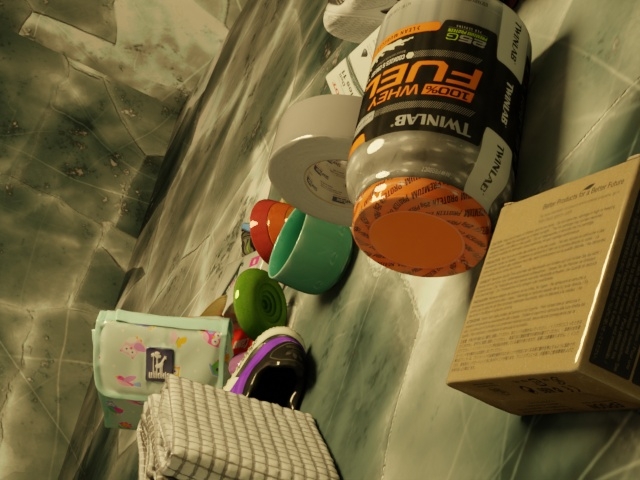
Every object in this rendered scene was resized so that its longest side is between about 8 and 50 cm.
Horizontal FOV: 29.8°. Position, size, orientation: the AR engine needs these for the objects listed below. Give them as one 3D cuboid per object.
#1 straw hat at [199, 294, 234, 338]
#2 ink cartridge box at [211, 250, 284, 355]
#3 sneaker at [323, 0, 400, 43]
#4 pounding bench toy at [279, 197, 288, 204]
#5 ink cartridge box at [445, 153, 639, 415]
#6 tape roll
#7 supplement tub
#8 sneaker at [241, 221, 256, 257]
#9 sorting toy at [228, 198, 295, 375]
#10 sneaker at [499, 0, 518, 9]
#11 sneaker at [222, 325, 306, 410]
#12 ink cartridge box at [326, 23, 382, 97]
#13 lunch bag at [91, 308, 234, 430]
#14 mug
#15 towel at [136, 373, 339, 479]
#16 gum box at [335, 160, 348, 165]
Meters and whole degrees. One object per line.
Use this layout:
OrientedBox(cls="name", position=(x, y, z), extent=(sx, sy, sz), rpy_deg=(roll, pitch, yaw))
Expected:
OrientedBox(cls="straw hat", position=(-0.187, 0.166, 2.130), extent=(0.144, 0.061, 0.144), rpy_deg=(-51, -9, -11))
OrientedBox(cls="ink cartridge box", position=(-0.155, 0.145, 2.218), extent=(0.239, 0.060, 0.275), rpy_deg=(-69, 16, -16))
OrientedBox(cls="sneaker", position=(0.122, -0.425, 1.652), extent=(0.366, 0.137, 0.210), rpy_deg=(-25, 56, 59))
OrientedBox(cls="pounding bench toy", position=(-0.060, -0.047, 2.204), extent=(0.065, 0.052, 0.083), rpy_deg=(-56, 18, 31))
OrientedBox(cls="ink cartridge box", position=(0.222, 0.049, 1.061), extent=(0.193, 0.088, 0.235), rpy_deg=(-68, 15, -16))
OrientedBox(cls="tape roll", position=(0.040, -0.104, 1.647), extent=(0.219, 0.219, 0.072), rpy_deg=(-42, 29, 56))
OrientedBox(cls="supplement tub", position=(0.138, -0.126, 1.405), extent=(0.193, 0.193, 0.316), rpy_deg=(-46, 26, 51))
OrientedBox(cls="sneaker", position=(-0.112, 0.010, 2.295), extent=(0.188, 0.067, 0.078), rpy_deg=(-159, 72, -73))
OrientedBox(cls="sorting toy", position=(-0.054, 0.076, 1.972), extent=(0.126, 0.127, 0.365), rpy_deg=(-15, 48, 32))
OrientedBox(cls="sneaker", position=(0.237, -0.390, 1.683), extent=(0.162, 0.106, 0.281), rpy_deg=(-30, 48, 56))
OrientedBox(cls="sneaker", position=(-0.108, 0.274, 1.784), extent=(0.293, 0.102, 0.146), rpy_deg=(-63, 16, 8))
OrientedBox(cls="ink cartridge box", position=(0.105, -0.211, 1.709), extent=(0.153, 0.087, 0.208), rpy_deg=(68, 155, 5))
OrientedBox(cls="lunch bag", position=(-0.255, 0.208, 1.991), extent=(0.262, 0.223, 0.160), rpy_deg=(95, -179, -54))
OrientedBox(cls="mug", position=(-0.002, 0.008, 1.844), extent=(0.158, 0.097, 0.129), rpy_deg=(-56, 17, 28))
OrientedBox(cls="towel", position=(-0.115, 0.290, 1.546), extent=(0.283, 0.235, 0.121), rpy_deg=(-130, 59, -73))
OrientedBox(cls="gum box", position=(0.008, -0.109, 2.049), extent=(0.107, 0.062, 0.188), rpy_deg=(-68, 15, -7))
